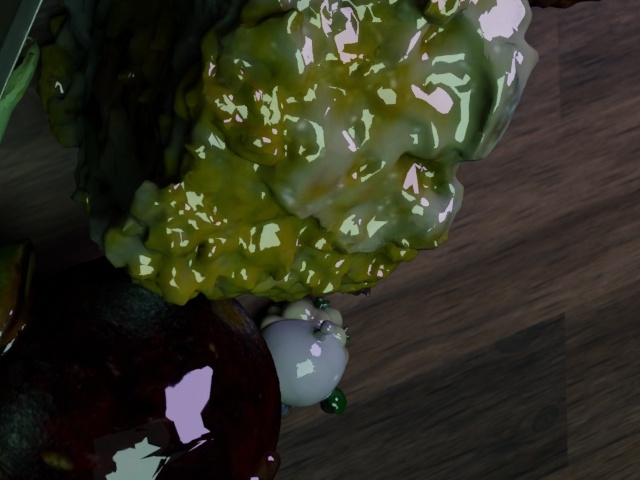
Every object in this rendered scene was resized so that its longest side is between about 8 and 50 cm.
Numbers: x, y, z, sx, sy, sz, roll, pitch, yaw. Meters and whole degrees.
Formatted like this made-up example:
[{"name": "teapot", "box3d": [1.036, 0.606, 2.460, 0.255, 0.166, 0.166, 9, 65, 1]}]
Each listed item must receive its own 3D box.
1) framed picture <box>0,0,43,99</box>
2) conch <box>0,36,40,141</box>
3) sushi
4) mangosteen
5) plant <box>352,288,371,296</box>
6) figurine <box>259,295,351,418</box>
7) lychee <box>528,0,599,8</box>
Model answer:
[{"name": "framed picture", "box3d": [-0.265, -0.226, 0.786, 0.197, 0.014, 0.252, 28, 105, -2]}, {"name": "conch", "box3d": [-0.324, -0.054, 0.852, 0.137, 0.143, 0.250, 0, 109, -74]}, {"name": "sushi", "box3d": [-0.032, -0.155, 0.800, 0.240, 0.351, 0.396, 6, 114, -31]}, {"name": "mangosteen", "box3d": [-0.183, 0.147, 0.956, 0.311, 0.311, 0.311, -13, 123, -22]}, {"name": "plant", "box3d": [0.000, 0.000, 1.076, 0.143, 0.094, 0.092, 28, 90, -42]}, {"name": "figurine", "box3d": [-0.042, 0.143, 1.141, 0.147, 0.093, 0.197, 29, 110, -15]}, {"name": "lychee", "box3d": [0.180, -0.301, 0.901, 0.236, 0.236, 0.271, -24, 165, -15]}]
